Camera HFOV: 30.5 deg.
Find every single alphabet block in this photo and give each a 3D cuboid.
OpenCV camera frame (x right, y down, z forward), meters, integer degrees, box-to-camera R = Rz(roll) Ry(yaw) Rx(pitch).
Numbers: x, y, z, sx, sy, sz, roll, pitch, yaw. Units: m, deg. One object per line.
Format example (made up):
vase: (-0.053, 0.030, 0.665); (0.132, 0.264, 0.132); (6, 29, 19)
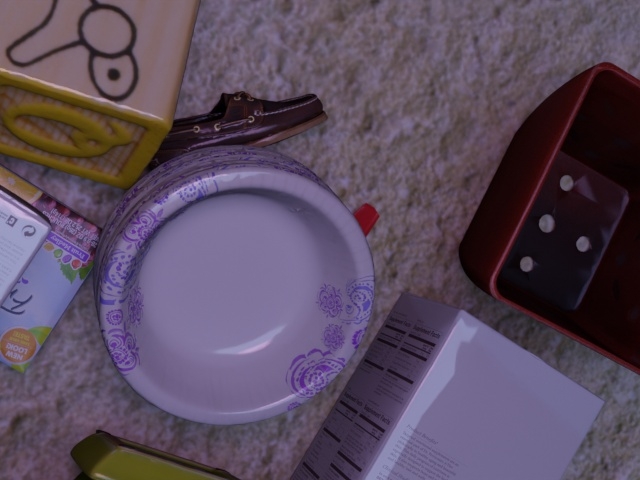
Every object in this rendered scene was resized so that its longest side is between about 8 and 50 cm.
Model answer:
alphabet block: (-0.234, -0.190, 1.151); (0.192, 0.193, 0.197); (17, 68, -14)

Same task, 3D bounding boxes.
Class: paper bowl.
paper bowl: (-0.096, 0.038, 1.232); (0.284, 0.148, 0.284); (-5, 111, -14)

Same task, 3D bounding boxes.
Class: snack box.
snack box: (-0.351, 0.011, 1.220); (0.207, 0.070, 0.174); (34, 85, -13)

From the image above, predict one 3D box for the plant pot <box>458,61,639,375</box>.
plant pot: (0.305, -0.016, 1.315); (0.267, 0.236, 0.267); (28, 87, -15)

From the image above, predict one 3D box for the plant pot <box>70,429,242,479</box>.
plant pot: (-0.182, 0.323, 1.213); (0.228, 0.227, 0.207); (21, 81, -15)

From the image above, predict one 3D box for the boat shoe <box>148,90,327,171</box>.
boat shoe: (-0.095, -0.126, 1.282); (0.207, 0.073, 0.073); (-22, 101, -14)

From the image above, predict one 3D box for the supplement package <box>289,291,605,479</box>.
supplement package: (0.133, 0.225, 1.301); (0.199, 0.198, 0.262); (33, 85, -14)

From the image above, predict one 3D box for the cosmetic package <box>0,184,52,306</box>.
cosmetic package: (-0.354, 0.056, 1.128); (0.085, 0.117, 0.231); (35, 85, -14)

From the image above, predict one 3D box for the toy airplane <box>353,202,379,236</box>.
toy airplane: (0.000, 0.000, 1.339); (0.151, 0.028, 0.151); (-1, 95, -15)
